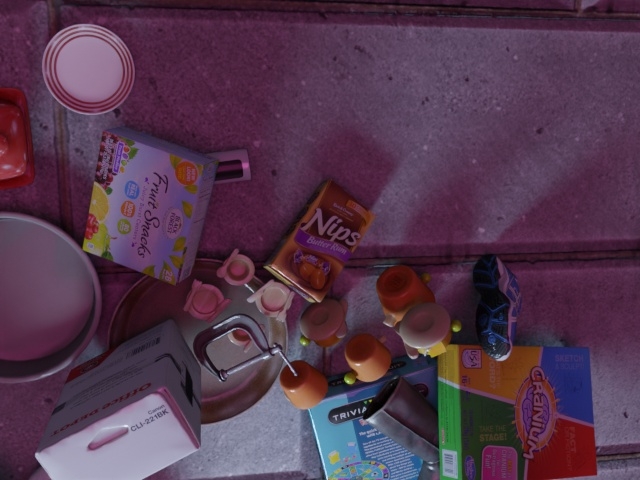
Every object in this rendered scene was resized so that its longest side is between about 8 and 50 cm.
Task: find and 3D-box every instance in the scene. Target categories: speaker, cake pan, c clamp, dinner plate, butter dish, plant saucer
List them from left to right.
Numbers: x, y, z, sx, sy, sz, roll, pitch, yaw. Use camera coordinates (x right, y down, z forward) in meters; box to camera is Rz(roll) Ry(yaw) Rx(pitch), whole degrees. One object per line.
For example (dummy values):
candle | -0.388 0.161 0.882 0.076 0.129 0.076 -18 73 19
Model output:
butter dish | -0.502 -0.148 1.020 0.160 0.118 0.160 -11 107 -39
cake pan | -0.511 0.091 1.127 0.293 0.054 0.293 -2 103 -10
dinner plate | -0.369 -0.273 1.087 0.141 0.017 0.141 -2 104 -9
plant saucer | -0.212 0.177 1.202 0.311 0.050 0.310 -2 102 -9
speaker | -0.186 -0.119 1.135 0.136 0.055 0.055 -8 104 -8
c clamp | -0.137 0.194 1.150 0.161 0.022 0.137 -23 100 23

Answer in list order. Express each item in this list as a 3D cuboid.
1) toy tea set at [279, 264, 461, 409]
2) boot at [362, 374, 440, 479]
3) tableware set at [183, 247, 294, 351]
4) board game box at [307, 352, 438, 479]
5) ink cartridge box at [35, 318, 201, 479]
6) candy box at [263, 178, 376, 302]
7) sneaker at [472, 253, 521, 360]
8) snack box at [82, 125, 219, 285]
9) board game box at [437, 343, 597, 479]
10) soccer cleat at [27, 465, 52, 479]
toy tea set | 0.080 0.181 1.199 0.336 0.200 0.124 -25 134 10
boot | 0.160 0.368 1.214 0.208 0.076 0.189 37 80 -23
tableware set | -0.138 0.103 1.163 0.169 0.020 0.141 39 94 -15
board game box | 0.126 0.404 1.296 0.254 0.079 0.335 -14 105 -7
ink cartridge box | -0.292 0.252 1.039 0.197 0.273 0.114 -27 106 -2
candy box | 0.000 0.000 1.167 0.109 0.053 0.186 38 73 -15
sneaker | 0.328 0.121 1.216 0.081 0.211 0.080 29 138 -24
snack box | -0.272 -0.056 1.082 0.175 0.070 0.207 21 111 9
board game box | 0.361 0.312 1.241 0.317 0.064 0.242 5 79 -26
soccer cleat | -0.398 0.519 1.228 0.143 0.116 0.331 -25 104 13
